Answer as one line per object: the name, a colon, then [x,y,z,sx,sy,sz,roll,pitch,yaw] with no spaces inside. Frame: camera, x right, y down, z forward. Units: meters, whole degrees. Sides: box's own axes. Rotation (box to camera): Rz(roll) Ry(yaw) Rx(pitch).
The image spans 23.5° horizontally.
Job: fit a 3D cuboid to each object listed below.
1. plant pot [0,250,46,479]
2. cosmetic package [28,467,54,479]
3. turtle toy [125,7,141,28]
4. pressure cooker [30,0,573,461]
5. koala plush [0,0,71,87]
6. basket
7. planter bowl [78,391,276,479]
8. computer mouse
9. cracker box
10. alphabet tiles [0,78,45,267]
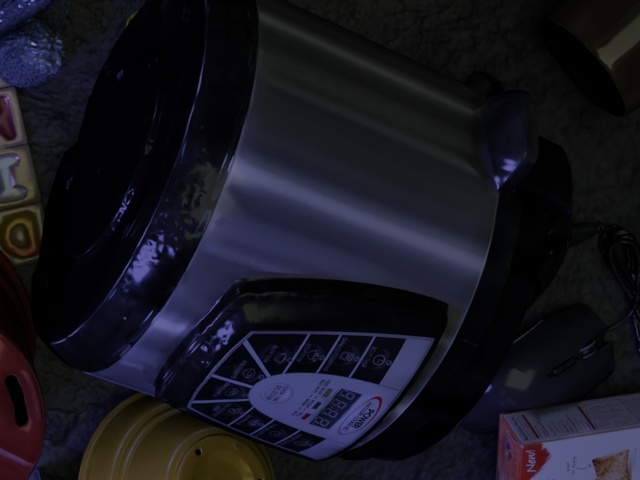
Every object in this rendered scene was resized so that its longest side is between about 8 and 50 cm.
plant pot: [-0.358,0.124,1.325,0.272,0.265,0.272,-4,102,-20]
cosmetic package: [-0.296,0.349,1.470,0.117,0.085,0.231,40,86,-13]
turtle toy: [-0.127,-0.183,1.481,0.130,0.066,0.095,23,88,-14]
pressure cooker: [0.001,-0.006,1.358,0.420,0.370,0.375,22,88,-25]
koala plush: [-0.282,-0.266,1.353,0.196,0.221,0.203,25,83,-14]
basket: [0.350,-0.243,1.552,0.227,0.154,0.204,-41,104,-4]
planter bowl: [-0.113,0.239,1.459,0.217,0.090,0.217,10,72,-32]
computer mouse: [0.244,0.088,1.591,0.262,0.060,0.184,-20,99,-12]
cracker box: [0.299,0.243,1.587,0.232,0.067,0.155,-7,118,-12]
alphabet tiles: [-0.416,-0.060,1.450,0.285,0.011,0.342,-13,97,-12]
